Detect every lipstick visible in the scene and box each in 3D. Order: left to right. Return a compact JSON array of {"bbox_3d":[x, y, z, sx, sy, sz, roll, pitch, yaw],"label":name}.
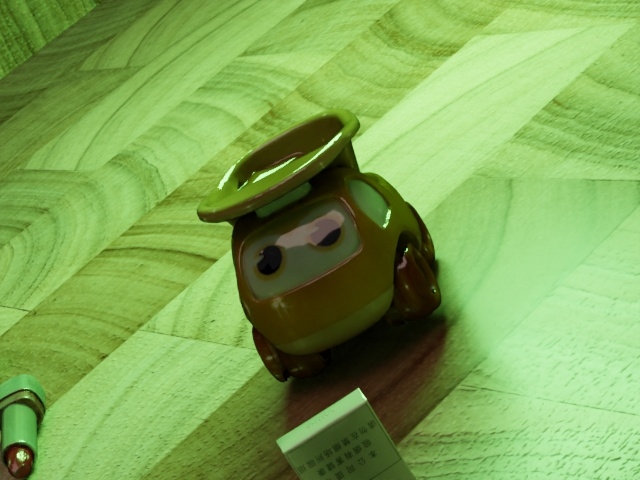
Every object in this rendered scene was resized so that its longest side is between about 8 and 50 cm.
[{"bbox_3d":[-0.358,0.232,2.177,0.063,0.057,0.186,-30,27,6],"label":"lipstick"}]

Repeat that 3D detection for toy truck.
[{"bbox_3d":[0.000,0.000,1.982,0.204,0.211,0.288,-28,18,14],"label":"toy truck"}]

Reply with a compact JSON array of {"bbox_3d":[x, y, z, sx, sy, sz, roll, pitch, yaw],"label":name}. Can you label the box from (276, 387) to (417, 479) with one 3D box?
[{"bbox_3d":[0.038,0.210,1.536,0.084,0.154,0.040,-33,17,-4],"label":"box"}]
